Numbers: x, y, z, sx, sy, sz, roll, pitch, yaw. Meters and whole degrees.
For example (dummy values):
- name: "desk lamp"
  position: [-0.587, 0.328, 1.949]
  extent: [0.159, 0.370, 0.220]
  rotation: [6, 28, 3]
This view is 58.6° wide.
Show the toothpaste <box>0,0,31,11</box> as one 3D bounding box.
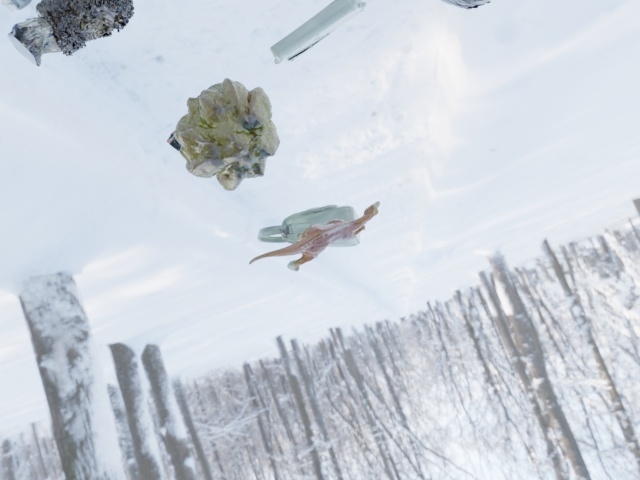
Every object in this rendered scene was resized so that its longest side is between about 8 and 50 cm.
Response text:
- name: "toothpaste"
  position: [-0.644, -0.556, 1.008]
  extent: [0.066, 0.100, 0.323]
  rotation: [9, 154, 24]

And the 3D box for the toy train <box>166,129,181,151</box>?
- name: "toy train"
  position: [-0.360, -0.250, 1.579]
  extent: [0.050, 0.138, 0.087]
  rotation: [-51, -165, 4]

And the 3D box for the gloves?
- name: "gloves"
  position: [-0.623, -0.558, 1.431]
  extent: [0.313, 0.135, 0.210]
  rotation: [-30, 169, -19]

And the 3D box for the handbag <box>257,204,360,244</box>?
- name: "handbag"
  position: [-0.027, -0.021, 1.213]
  extent: [0.220, 0.079, 0.256]
  rotation: [-5, 175, 5]

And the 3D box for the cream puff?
- name: "cream puff"
  position: [-0.203, -0.235, 1.294]
  extent: [0.245, 0.196, 0.244]
  rotation: [-1, 139, -1]

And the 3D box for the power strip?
- name: "power strip"
  position: [-0.005, -0.382, 1.029]
  extent: [0.192, 0.035, 0.081]
  rotation: [-28, -170, 23]

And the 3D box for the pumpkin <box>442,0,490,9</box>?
- name: "pumpkin"
  position: [0.188, -0.427, 0.756]
  extent: [0.163, 0.233, 0.233]
  rotation: [-30, 171, 1]

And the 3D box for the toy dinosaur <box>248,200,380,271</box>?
- name: "toy dinosaur"
  position: [0.001, 0.000, 0.929]
  extent: [0.142, 0.057, 0.212]
  rotation: [-26, -176, 43]
